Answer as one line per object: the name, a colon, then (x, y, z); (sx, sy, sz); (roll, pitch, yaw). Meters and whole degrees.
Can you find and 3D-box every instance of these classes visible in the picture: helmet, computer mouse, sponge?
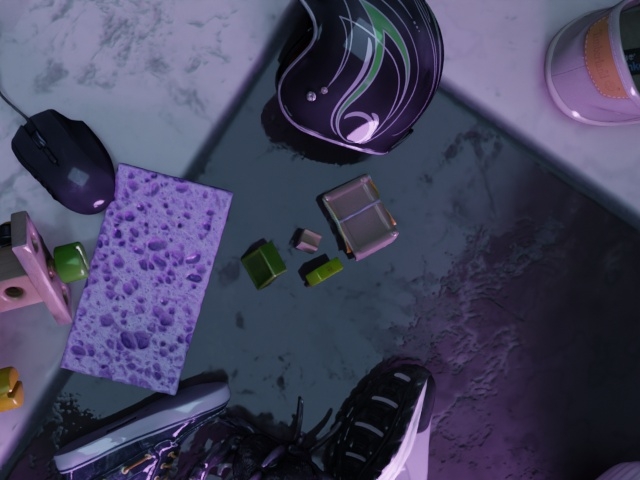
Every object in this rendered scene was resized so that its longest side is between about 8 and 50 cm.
helmet: (0.033, -0.178, 0.842); (0.169, 0.169, 0.162); (20, 105, -8)
computer mouse: (-0.285, -0.120, 0.847); (0.071, 0.041, 0.242); (-45, 88, 5)
sponge: (-0.170, 0.037, 0.885); (0.117, 0.031, 0.210); (16, 90, -7)

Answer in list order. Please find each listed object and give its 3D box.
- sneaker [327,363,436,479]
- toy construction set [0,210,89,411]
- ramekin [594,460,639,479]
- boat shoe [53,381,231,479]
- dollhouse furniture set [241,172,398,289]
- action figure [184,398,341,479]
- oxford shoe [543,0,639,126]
sneaker: (0.065, 0.257, 0.902); (0.108, 0.100, 0.272); (18, 86, -32)
toy construction set: (-0.301, 0.120, 0.783); (0.237, 0.257, 0.309); (-17, 116, -11)
ramekin: (0.336, 0.315, 0.879); (0.109, 0.207, 0.207); (-42, 96, -14)
boat shoe: (-0.161, 0.207, 0.879); (0.183, 0.065, 0.083); (-24, 97, 0)
dollhouse furniture set: (0.000, 0.000, 0.911); (0.151, 0.058, 0.076); (-29, 88, -25)
action figure: (-0.083, 0.276, 0.852); (0.164, 0.141, 0.275); (33, 46, 18)
oxford shoe: (0.454, -0.215, 0.914); (0.449, 0.130, 0.169); (-14, 92, -8)
